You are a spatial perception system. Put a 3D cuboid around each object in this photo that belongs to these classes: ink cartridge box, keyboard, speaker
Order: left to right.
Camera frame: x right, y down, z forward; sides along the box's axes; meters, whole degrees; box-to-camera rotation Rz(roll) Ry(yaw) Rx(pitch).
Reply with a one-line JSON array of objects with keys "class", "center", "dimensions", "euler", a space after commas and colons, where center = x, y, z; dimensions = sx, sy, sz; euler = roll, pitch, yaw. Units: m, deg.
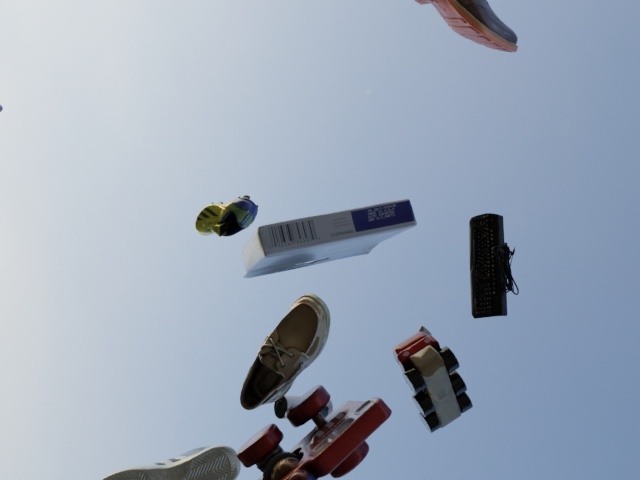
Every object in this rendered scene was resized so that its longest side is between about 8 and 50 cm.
[{"class": "speaker", "center": [-0.040, 0.388, 1.592], "dimensions": [0.055, 0.136, 0.055], "euler": [-20, -116, 48]}, {"class": "ink cartridge box", "center": [0.000, 0.000, 1.011], "dimensions": [0.224, 0.223, 0.045], "euler": [141, -64, -72]}, {"class": "keyboard", "center": [0.301, 0.040, 1.231], "dimensions": [0.100, 0.038, 0.192], "euler": [-15, -110, 46]}]

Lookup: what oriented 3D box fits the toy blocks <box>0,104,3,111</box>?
[{"class": "toy blocks", "center": [-0.877, -0.240, 1.574], "dimensions": [0.308, 0.260, 0.289], "euler": [25, -71, 24]}]

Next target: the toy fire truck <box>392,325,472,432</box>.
[{"class": "toy fire truck", "center": [0.247, 0.289, 1.633], "dimensions": [0.246, 0.158, 0.217], "euler": [47, -16, 55]}]

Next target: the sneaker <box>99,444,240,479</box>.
[{"class": "sneaker", "center": [-0.361, 0.570, 1.591], "dimensions": [0.148, 0.349, 0.131], "euler": [131, -53, -67]}]

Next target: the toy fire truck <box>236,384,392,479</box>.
[{"class": "toy fire truck", "center": [-0.018, 0.409, 1.312], "dimensions": [0.169, 0.302, 0.254], "euler": [52, -20, 3]}]

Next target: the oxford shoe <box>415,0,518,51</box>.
[{"class": "oxford shoe", "center": [0.324, -0.537, 1.506], "dimensions": [0.133, 0.363, 0.130], "euler": [-61, -148, 6]}]

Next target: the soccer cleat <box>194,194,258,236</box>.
[{"class": "soccer cleat", "center": [-0.305, -0.056, 2.078], "dimensions": [0.289, 0.121, 0.093], "euler": [-16, -53, 44]}]

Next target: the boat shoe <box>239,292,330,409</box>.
[{"class": "boat shoe", "center": [-0.079, 0.242, 1.439], "dimensions": [0.109, 0.098, 0.302], "euler": [41, -61, 17]}]
